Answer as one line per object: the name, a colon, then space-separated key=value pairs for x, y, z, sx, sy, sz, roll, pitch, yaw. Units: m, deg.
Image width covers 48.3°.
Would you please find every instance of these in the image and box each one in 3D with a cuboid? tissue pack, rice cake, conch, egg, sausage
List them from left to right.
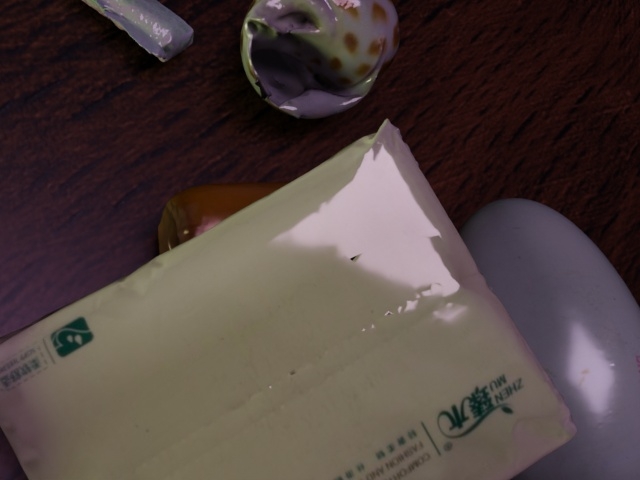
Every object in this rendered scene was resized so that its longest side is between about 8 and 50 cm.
rice cake: x=-0.283 y=-0.306 z=0.831 sx=0.290 sy=0.051 sz=0.081 roll=36 pitch=49 yaw=-7
tissue pack: x=-0.034 y=0.120 z=0.598 sx=0.380 sy=0.207 sz=0.297 roll=-31 pitch=89 yaw=-5
sausage: x=0.002 y=-0.004 z=0.804 sx=0.353 sy=0.116 sz=0.134 roll=-3 pitch=44 yaw=-29
conch: x=0.008 y=-0.254 z=0.896 sx=0.274 sy=0.183 sz=0.148 roll=0 pitch=27 yaw=-33
egg: x=0.248 y=0.123 z=0.801 sx=0.229 sy=0.230 sz=0.371 roll=0 pitch=65 yaw=-26
